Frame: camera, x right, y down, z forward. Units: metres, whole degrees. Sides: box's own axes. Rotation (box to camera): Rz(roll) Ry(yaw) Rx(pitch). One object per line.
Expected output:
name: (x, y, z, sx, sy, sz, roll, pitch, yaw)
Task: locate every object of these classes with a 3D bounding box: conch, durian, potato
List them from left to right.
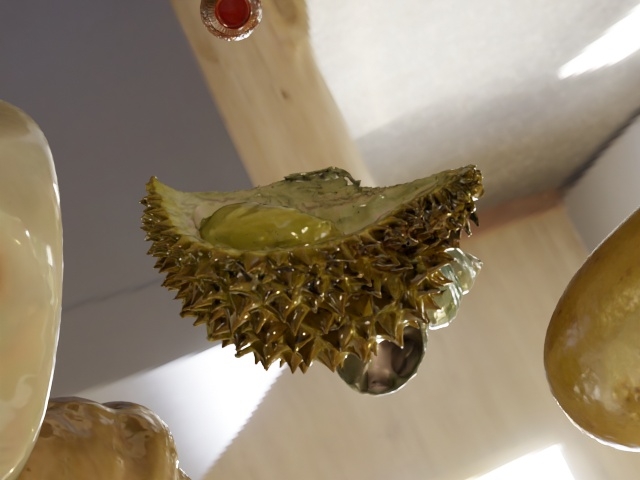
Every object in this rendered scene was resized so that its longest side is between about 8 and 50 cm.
durian: (-0.004, 0.017, 1.144, 0.306, 0.166, 0.172, -11, 139, 14)
conch: (0.117, 0.090, 2.001, 0.277, 0.220, 0.195, -30, 147, -13)
potato: (0.241, 0.083, 0.964, 0.158, 0.178, 0.203, -40, 136, 21)

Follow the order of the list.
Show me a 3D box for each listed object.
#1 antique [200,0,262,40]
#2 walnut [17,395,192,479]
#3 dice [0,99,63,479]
antique: (-0.141, -0.365, 2.128, 0.104, 0.104, 0.104, -23, 161, -8)
walnut: (-0.258, 0.289, 1.176, 0.381, 0.381, 0.381, -23, 161, -8)
dice: (-0.356, 0.027, 0.920, 0.304, 0.277, 0.304, 7, -169, -24)
